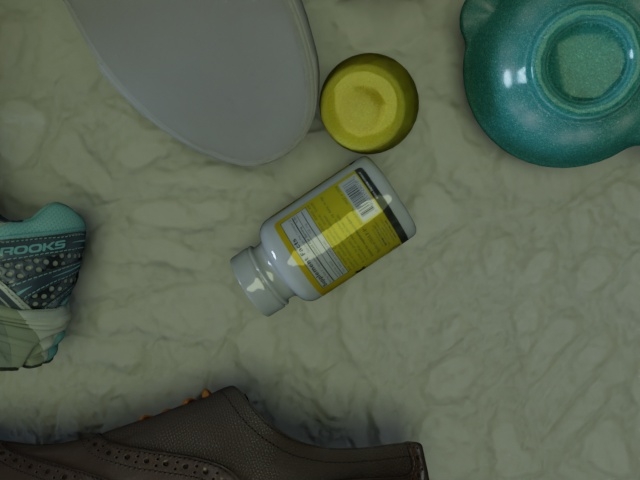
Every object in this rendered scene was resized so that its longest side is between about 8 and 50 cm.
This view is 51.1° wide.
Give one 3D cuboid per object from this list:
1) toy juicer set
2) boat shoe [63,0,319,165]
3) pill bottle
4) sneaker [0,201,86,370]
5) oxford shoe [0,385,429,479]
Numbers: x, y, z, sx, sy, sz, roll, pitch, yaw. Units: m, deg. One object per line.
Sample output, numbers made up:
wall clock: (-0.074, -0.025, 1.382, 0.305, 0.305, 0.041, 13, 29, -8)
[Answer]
toy juicer set: (0.163, -0.148, 0.416, 0.329, 0.089, 0.209, 5, 104, 7)
boat shoe: (-0.110, -0.211, 0.393, 0.127, 0.158, 0.340, -26, 119, 20)
pill bottle: (0.000, 0.000, 0.450, 0.116, 0.065, 0.065, -33, 96, 4)
sneaker: (-0.289, -0.023, 0.435, 0.283, 0.110, 0.122, 23, 89, -12)
oxford shoe: (-0.105, 0.167, 0.461, 0.363, 0.130, 0.133, 10, 64, 5)
